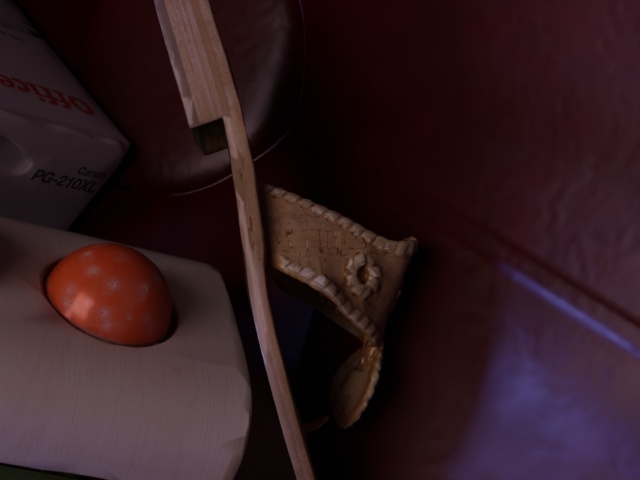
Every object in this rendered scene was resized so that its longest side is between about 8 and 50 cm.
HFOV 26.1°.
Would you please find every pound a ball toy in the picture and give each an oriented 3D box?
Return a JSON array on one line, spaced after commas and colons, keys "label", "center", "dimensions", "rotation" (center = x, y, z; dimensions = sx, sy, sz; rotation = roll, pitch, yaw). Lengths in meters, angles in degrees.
[{"label": "pound a ball toy", "center": [-0.142, 0.068, 0.525], "dimensions": [0.136, 0.319, 0.208], "rotation": [-63, 26, 27]}]

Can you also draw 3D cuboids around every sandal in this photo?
[{"label": "sandal", "center": [0.000, 0.000, 0.585], "dimensions": [0.079, 0.088, 0.240], "rotation": [-17, 88, -3]}]

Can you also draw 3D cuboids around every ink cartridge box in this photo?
[{"label": "ink cartridge box", "center": [-0.232, -0.099, 0.689], "dimensions": [0.100, 0.172, 0.237], "rotation": [-51, 61, 17]}]

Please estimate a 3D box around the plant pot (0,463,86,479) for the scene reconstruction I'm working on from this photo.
[{"label": "plant pot", "center": [-0.340, 0.203, 0.601], "dimensions": [0.366, 0.353, 0.367], "rotation": [-5, 80, 31]}]
